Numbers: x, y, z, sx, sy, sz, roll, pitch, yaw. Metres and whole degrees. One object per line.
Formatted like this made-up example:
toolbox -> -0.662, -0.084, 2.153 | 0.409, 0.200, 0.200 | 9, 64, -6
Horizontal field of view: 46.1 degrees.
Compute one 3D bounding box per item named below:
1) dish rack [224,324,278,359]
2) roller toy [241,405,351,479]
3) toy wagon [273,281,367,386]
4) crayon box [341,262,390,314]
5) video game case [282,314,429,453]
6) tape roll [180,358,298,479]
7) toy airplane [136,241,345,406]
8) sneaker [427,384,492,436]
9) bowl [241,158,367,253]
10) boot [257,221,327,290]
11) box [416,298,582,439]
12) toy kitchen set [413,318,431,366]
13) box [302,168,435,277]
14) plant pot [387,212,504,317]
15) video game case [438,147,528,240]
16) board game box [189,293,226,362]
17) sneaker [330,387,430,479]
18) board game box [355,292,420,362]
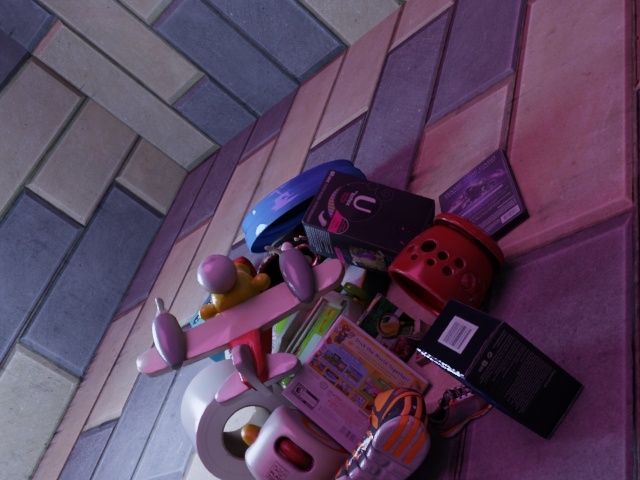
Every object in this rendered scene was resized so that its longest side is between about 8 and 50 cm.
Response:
dish rack -> -0.123, 0.252, 2.063 | 0.333, 0.072, 0.285 | -49, 22, 8
roller toy -> -0.047, 0.437, 1.494 | 0.146, 0.209, 0.191 | -55, 27, 0
toy wagon -> -0.026, 0.209, 1.742 | 0.267, 0.068, 0.344 | -56, 22, -9
crayon box -> 0.045, 0.196, 1.818 | 0.203, 0.083, 0.323 | -26, 34, 47
video game case -> 0.068, 0.297, 1.510 | 0.206, 0.227, 0.026 | -53, -20, -1
tape roll -> -0.185, 0.411, 1.731 | 0.246, 0.246, 0.169 | -55, 23, -7
toy airplane -> -0.182, 0.159, 1.628 | 0.384, 0.272, 0.386 | 1, 39, 46
sneaker -> 0.252, 0.283, 1.332 | 0.158, 0.065, 0.061 | -48, 24, 10
bowl -> -0.050, -0.098, 2.134 | 0.391, 0.077, 0.391 | -31, -11, -7
boot -> 0.000, 0.000, 1.971 | 0.377, 0.138, 0.284 | -28, 10, 16
box -> 0.285, 0.203, 1.206 | 0.108, 0.207, 0.153 | -55, 22, -5
toy kitchen set -> 0.200, 0.217, 1.499 | 0.075, 0.083, 0.068 | -36, 27, 33
box -> 0.116, -0.033, 1.760 | 0.143, 0.270, 0.165 | 77, -145, -59
plant pot -> 0.258, 0.051, 1.504 | 0.174, 0.191, 0.191 | -52, 23, -7
video game case -> 0.361, -0.079, 1.705 | 0.196, 0.026, 0.274 | -40, 25, 26
board game box -> -0.285, 0.229, 2.385 | 0.254, 0.079, 0.336 | -53, 23, -2
sneaker -> 0.105, 0.406, 1.391 | 0.321, 0.124, 0.180 | -53, 3, 21
board game box -> 0.096, 0.252, 1.575 | 0.260, 0.136, 0.030 | -53, 11, -1
